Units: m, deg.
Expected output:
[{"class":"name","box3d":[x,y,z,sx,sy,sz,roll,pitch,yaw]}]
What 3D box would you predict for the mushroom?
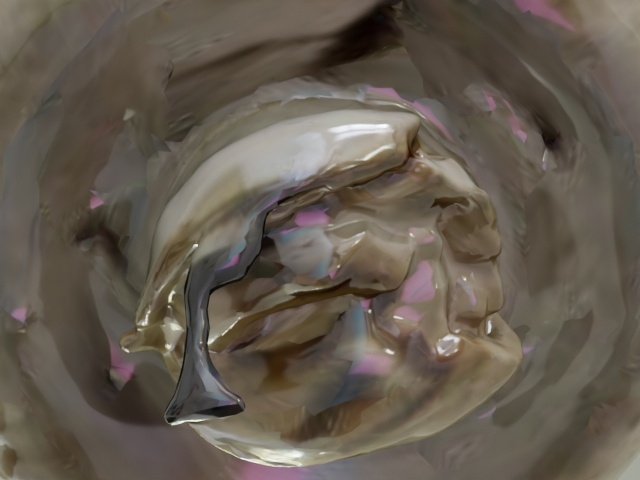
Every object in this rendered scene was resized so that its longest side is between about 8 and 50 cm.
[{"class":"mushroom","box3d":[0.000,0.000,0.745,0.294,0.362,0.362,-102,-157,-72]}]
